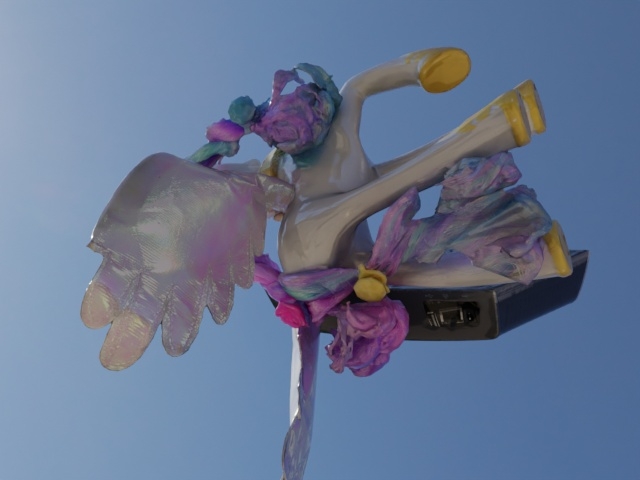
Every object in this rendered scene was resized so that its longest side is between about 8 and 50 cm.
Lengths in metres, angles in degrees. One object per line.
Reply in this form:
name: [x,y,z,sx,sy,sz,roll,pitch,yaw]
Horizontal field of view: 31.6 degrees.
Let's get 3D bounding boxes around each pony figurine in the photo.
pony figurine: [0.000,0.000,0.885,0.363,0.351,0.303,-17,-51,17]

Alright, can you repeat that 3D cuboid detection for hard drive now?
hard drive: [0.092,0.044,1.007,0.254,0.172,0.054,0,-79,42]
